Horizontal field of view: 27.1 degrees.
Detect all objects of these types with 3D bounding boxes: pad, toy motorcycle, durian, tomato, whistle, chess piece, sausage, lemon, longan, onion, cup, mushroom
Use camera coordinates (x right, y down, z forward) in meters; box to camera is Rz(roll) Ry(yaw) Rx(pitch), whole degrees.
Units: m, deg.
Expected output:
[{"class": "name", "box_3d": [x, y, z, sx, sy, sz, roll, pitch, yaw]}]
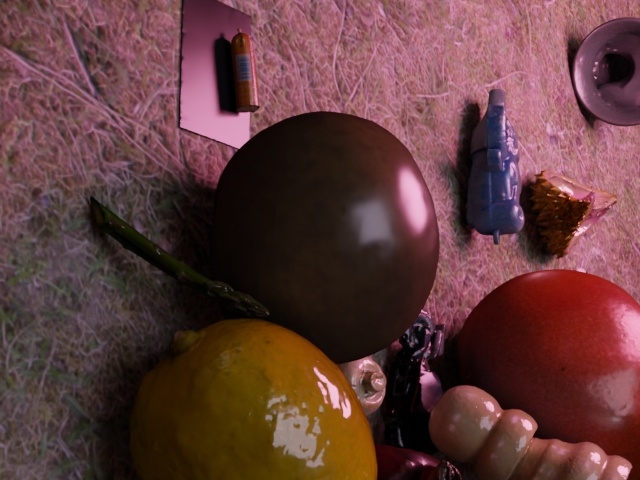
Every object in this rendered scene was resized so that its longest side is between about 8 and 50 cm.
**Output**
[{"class": "pad", "box_3d": [-0.130, -0.214, 1.664, 0.127, 0.004, 0.190, 18, 66, -49]}, {"class": "toy motorcycle", "box_3d": [0.145, 0.204, 1.839, 0.122, 0.082, 0.213, 29, 61, -43]}, {"class": "durian", "box_3d": [0.427, -0.047, 2.237, 0.182, 0.132, 0.165, -68, 144, -51]}, {"class": "tomato", "box_3d": [0.336, 0.215, 1.921, 0.272, 0.341, 0.342, -2, 81, -21]}, {"class": "whistle", "box_3d": [0.279, -0.116, 2.094, 0.180, 0.093, 0.269, 58, 35, -62]}, {"class": "chess piece", "box_3d": [0.260, 0.285, 1.731, 0.143, 0.260, 0.143, -57, 168, -19]}, {"class": "sausage", "box_3d": [-0.096, -0.217, 1.680, 0.031, 0.031, 0.107, 6, 77, -52]}, {"class": "lemon", "box_3d": [-0.069, 0.223, 1.423, 0.260, 0.260, 0.284, -51, 139, -46]}, {"class": "longan", "box_3d": [0.003, 0.002, 1.560, 0.297, 0.297, 0.297, 18, 66, -49]}, {"class": "onion", "box_3d": [0.101, 0.328, 1.661, 0.173, 0.198, 0.135, 13, 75, -31]}, {"class": "cup", "box_3d": [0.580, -0.318, 2.491, 0.150, 0.199, 0.199, -28, 103, -71]}, {"class": "mushroom", "box_3d": [0.052, 0.189, 1.737, 0.083, 0.067, 0.084, 12, 73, -43]}]

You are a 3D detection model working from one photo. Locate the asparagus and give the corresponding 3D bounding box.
[{"class": "asparagus", "box_3d": [-0.159, 0.025, 1.447, 0.236, 0.034, 0.027, 32, 45, 2]}]
